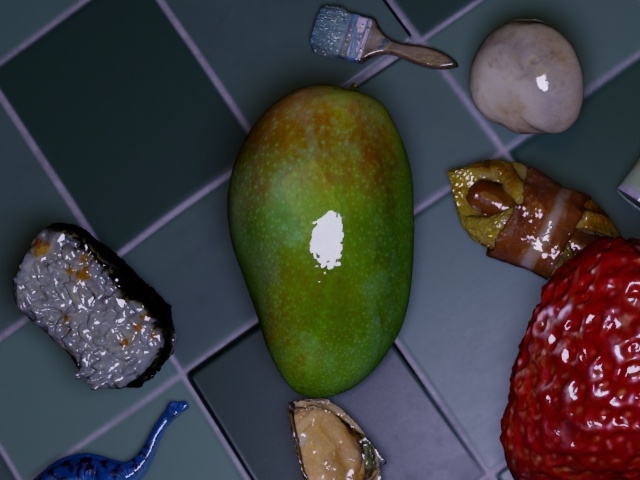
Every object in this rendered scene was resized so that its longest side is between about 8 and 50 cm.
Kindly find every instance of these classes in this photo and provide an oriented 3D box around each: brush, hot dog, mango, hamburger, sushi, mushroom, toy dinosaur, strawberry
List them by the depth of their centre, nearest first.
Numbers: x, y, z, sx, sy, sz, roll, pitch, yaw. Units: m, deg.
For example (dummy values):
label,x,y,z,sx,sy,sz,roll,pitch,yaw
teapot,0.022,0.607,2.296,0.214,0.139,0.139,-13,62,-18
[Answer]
label,x,y,z,sx,sy,sz,roll,pitch,yaw
strawberry,0.362,0.157,1.585,0.292,0.292,0.310,18,80,12
mango,0.000,0.000,1.711,0.225,0.201,0.382,0,92,-13
hot dog,0.264,-0.021,1.720,0.261,0.093,0.123,24,86,12
hamburger,0.026,0.271,1.723,0.102,0.087,0.176,-14,72,-4
mushroom,0.258,-0.197,1.737,0.154,0.122,0.154,21,122,37
toy dinosaur,-0.296,0.322,1.770,0.329,0.076,0.144,-23,71,3
sushi,-0.282,0.081,1.780,0.136,0.126,0.225,-41,79,1
brush,0.084,-0.250,1.826,0.196,0.021,0.070,17,84,9

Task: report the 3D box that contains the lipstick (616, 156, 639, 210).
label,x,y,z,sx,sy,sz,roll,pitch,yaw
lipstick,0.476,-0.162,1.718,0.076,0.076,0.304,36,90,13
